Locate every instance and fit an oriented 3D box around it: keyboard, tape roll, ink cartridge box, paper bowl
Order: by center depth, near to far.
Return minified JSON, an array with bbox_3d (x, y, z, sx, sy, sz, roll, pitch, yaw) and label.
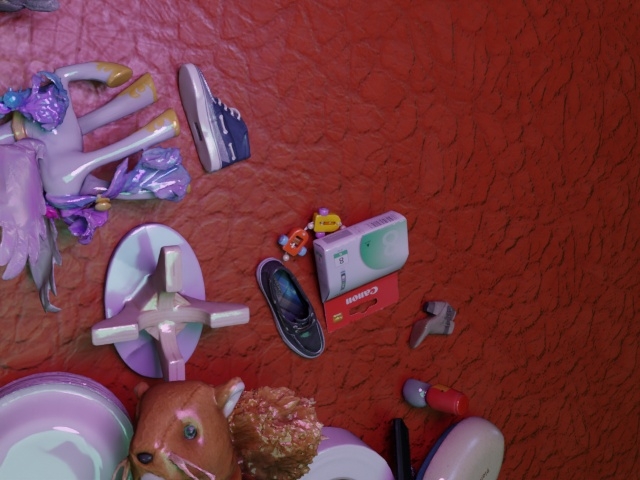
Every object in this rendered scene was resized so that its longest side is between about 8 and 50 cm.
[{"bbox_3d":[-0.433,0.363,1.116,0.284,0.148,0.284,-1,92,-20],"label":"paper bowl"},{"bbox_3d":[0.087,0.071,1.364,0.181,0.056,0.224,-22,122,-21],"label":"ink cartridge box"},{"bbox_3d":[0.011,0.526,1.409,0.286,0.100,0.286,-4,100,-26],"label":"tape roll"},{"bbox_3d":[0.174,0.534,1.429,0.201,0.033,0.317,61,25,-56],"label":"keyboard"}]

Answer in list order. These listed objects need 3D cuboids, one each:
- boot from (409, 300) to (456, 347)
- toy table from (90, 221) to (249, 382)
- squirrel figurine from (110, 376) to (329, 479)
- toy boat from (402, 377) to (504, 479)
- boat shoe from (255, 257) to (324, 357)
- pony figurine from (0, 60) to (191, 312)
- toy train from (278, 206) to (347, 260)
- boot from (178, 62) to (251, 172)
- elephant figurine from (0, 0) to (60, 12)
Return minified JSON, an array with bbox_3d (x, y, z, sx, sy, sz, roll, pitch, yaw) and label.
[{"bbox_3d":[0.246,0.185,1.500,0.087,0.042,0.118,24,88,-30],"label":"boot"},{"bbox_3d":[-0.264,0.118,1.170,0.252,0.161,0.274,-18,107,-23],"label":"toy table"},{"bbox_3d":[-0.162,0.369,1.088,0.397,0.281,0.370,-32,109,-62],"label":"squirrel figurine"},{"bbox_3d":[0.275,0.435,1.507,0.267,0.148,0.318,-35,117,-36],"label":"toy boat"},{"bbox_3d":[-0.046,0.135,1.327,0.080,0.076,0.228,-30,110,-19],"label":"boat shoe"},{"bbox_3d":[-0.387,-0.102,1.039,0.364,0.303,0.351,-17,74,-20],"label":"pony figurine"},{"bbox_3d":[0.000,0.000,1.348,0.166,0.046,0.125,27,101,-32],"label":"toy train"},{"bbox_3d":[-0.181,-0.219,1.212,0.086,0.069,0.190,-24,117,-28],"label":"boot"},{"bbox_3d":[-0.482,-0.451,0.979,0.186,0.169,0.239,17,74,-56],"label":"elephant figurine"}]
